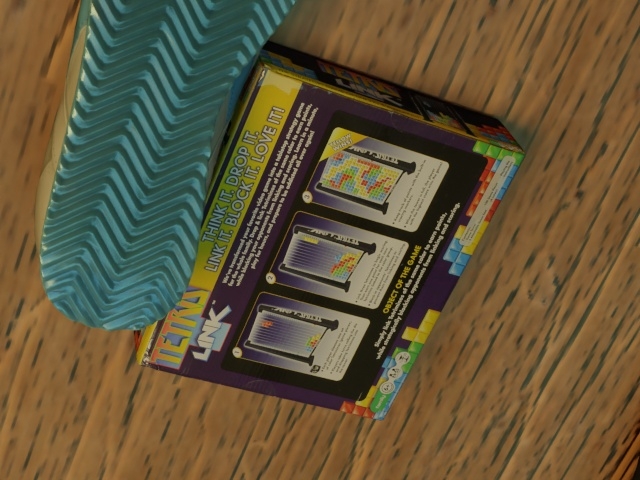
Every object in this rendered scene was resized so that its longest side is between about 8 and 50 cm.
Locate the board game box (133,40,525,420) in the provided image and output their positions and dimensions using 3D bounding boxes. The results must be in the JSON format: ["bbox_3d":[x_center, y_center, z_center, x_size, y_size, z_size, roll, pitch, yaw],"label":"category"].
[{"bbox_3d":[0.000,0.000,0.580,0.141,0.048,0.170,17,115,-20],"label":"board game box"}]

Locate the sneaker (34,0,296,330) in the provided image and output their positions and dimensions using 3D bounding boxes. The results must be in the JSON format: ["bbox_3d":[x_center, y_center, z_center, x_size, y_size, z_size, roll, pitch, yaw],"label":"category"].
[{"bbox_3d":[-0.071,-0.080,0.499,0.087,0.092,0.228,20,94,-21],"label":"sneaker"}]

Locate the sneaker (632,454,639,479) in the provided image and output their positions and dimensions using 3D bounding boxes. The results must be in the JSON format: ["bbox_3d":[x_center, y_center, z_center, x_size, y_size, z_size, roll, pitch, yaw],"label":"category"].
[{"bbox_3d":[0.372,0.101,0.657,0.447,0.169,0.257,-40,122,14],"label":"sneaker"}]
